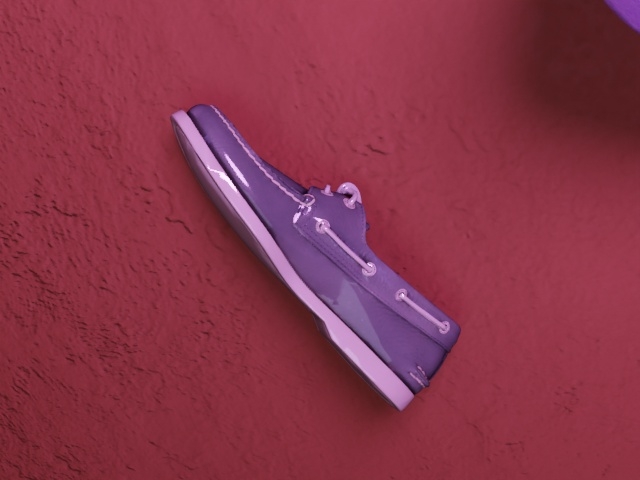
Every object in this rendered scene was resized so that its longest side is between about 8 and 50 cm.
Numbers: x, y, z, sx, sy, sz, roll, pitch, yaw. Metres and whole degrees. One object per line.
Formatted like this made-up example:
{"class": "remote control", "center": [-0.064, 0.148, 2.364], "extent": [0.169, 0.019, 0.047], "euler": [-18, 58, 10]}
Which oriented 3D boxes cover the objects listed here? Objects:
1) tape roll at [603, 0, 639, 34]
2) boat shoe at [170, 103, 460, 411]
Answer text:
{"class": "tape roll", "center": [0.253, -0.186, 0.423], "extent": [0.275, 0.090, 0.274], "euler": [6, 154, 3]}
{"class": "boat shoe", "center": [0.000, 0.000, 0.816], "extent": [0.099, 0.116, 0.319], "euler": [-41, 103, -7]}
